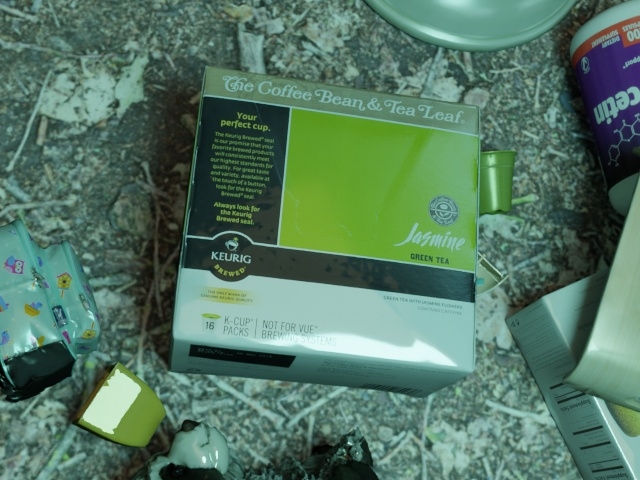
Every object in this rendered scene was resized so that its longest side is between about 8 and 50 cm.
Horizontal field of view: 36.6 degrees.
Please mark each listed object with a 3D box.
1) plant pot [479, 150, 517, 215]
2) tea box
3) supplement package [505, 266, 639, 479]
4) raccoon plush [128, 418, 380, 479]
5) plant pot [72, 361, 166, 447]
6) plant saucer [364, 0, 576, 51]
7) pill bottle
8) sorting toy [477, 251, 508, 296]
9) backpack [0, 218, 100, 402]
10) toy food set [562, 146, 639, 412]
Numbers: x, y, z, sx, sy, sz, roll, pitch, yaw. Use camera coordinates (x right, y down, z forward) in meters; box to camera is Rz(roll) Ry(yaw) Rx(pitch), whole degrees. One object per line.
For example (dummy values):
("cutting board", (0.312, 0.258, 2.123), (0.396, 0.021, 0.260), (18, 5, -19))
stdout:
("plant pot", (0.226, -0.075, 1.295), (0.083, 0.083, 0.079), (-5, 85, -11))
("tea box", (0.000, 0.000, 1.152), (0.329, 0.220, 0.323), (8, 73, -8))
("supplement package", (0.362, 0.170, 1.208), (0.139, 0.134, 0.244), (-22, 78, -15))
("raccoon plush", (-0.055, 0.404, 1.037), (0.299, 0.216, 0.446), (-14, 76, -6))
("plant pot", (-0.229, 0.199, 1.127), (0.083, 0.081, 0.081), (36, 70, -11))
("plant saucer", (0.216, -0.472, 1.401), (0.400, 0.100, 0.400), (3, 73, -9))
("pill bottle", (0.458, -0.152, 1.300), (0.181, 0.181, 0.323), (-8, 74, -12))
("sorting toy", (0.187, 0.045, 1.267), (0.075, 0.045, 0.083), (-44, 85, -12))
("backpack", (-0.334, 0.069, 1.100), (0.144, 0.166, 0.188), (-29, 83, -18))
("toy food set", (0.431, 0.061, 1.143), (0.219, 0.092, 0.306), (20, 80, -2))
